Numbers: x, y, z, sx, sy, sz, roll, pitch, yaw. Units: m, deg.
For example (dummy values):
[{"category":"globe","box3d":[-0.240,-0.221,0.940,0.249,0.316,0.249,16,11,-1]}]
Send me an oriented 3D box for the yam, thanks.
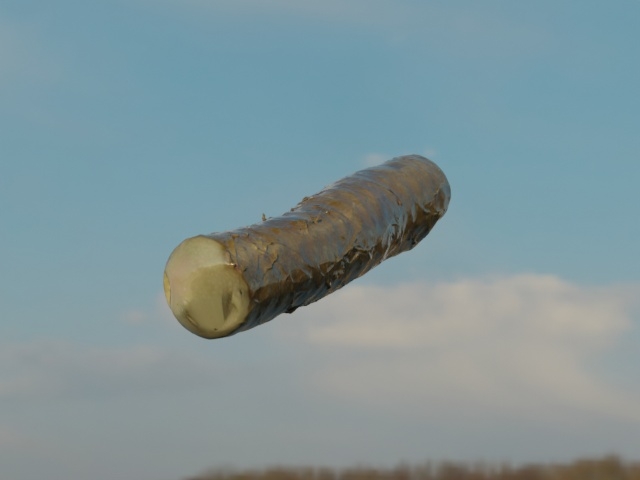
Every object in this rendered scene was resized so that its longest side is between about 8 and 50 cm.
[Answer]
[{"category":"yam","box3d":[0.000,0.000,1.002,0.066,0.066,0.300,-3,9,24]}]
